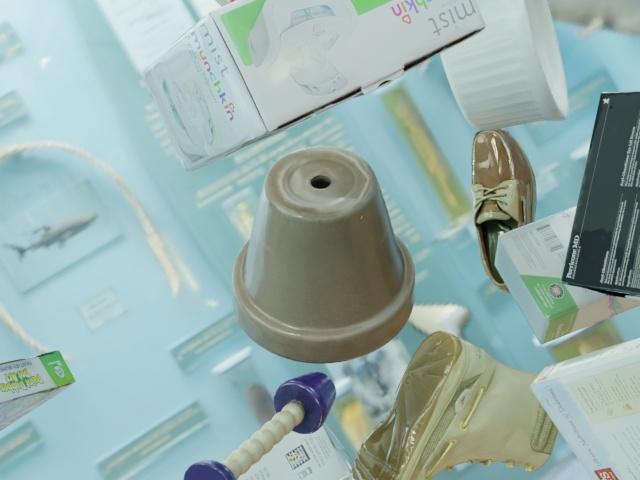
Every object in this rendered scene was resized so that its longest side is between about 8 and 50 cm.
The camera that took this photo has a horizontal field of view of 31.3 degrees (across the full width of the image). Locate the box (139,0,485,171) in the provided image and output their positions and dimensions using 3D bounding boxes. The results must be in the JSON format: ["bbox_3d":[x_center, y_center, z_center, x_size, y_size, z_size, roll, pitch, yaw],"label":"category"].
[{"bbox_3d":[-0.013,-0.185,1.131,0.262,0.126,0.231,-28,6,-23],"label":"box"}]

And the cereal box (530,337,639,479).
[{"bbox_3d":[0.355,0.181,1.174,0.240,0.173,0.047,-26,11,47],"label":"cereal box"}]

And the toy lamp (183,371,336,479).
[{"bbox_3d":[-0.064,0.240,1.416,0.080,0.080,0.275,-28,3,34],"label":"toy lamp"}]

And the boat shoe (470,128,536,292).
[{"bbox_3d":[0.351,-0.058,2.197,0.123,0.324,0.120,-13,-6,27],"label":"boat shoe"}]

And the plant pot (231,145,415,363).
[{"bbox_3d":[0.000,0.000,1.569,0.263,0.263,0.229,-33,-38,-27],"label":"plant pot"}]

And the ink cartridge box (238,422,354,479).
[{"bbox_3d":[-0.041,0.447,1.750,0.272,0.309,0.130,-32,48,-1],"label":"ink cartridge box"}]

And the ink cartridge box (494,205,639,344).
[{"bbox_3d":[0.383,0.036,1.662,0.212,0.154,0.093,-22,-31,-9],"label":"ink cartridge box"}]

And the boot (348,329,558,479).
[{"bbox_3d":[0.158,0.248,1.327,0.262,0.203,0.095,-64,31,6],"label":"boot"}]

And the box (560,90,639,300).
[{"bbox_3d":[0.426,-0.054,1.450,0.103,0.261,0.184,14,-3,-33],"label":"box"}]

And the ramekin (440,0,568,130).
[{"bbox_3d":[0.259,-0.292,1.654,0.135,0.277,0.277,-14,10,20],"label":"ramekin"}]

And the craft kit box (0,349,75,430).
[{"bbox_3d":[-0.464,0.229,1.405,0.250,0.061,0.247,-33,-11,16],"label":"craft kit box"}]

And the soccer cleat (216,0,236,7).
[{"bbox_3d":[-0.191,-0.442,1.844,0.068,0.196,0.076,-49,11,-31],"label":"soccer cleat"}]
